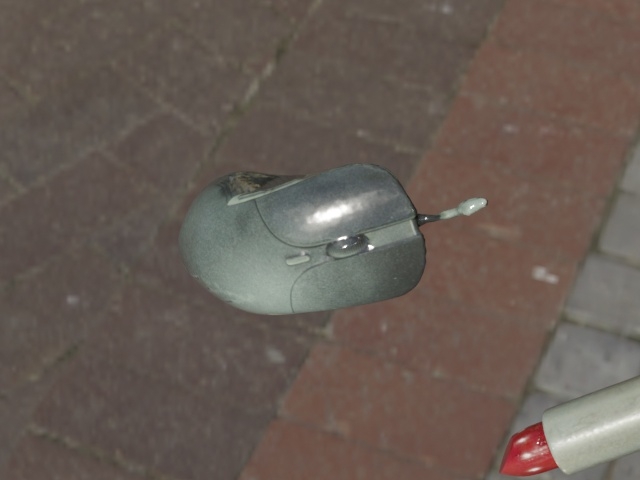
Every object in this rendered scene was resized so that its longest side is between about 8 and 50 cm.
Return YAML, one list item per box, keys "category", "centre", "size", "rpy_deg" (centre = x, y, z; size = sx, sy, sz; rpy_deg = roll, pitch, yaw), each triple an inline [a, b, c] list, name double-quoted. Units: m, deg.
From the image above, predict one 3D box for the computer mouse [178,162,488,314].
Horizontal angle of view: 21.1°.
- category: "computer mouse"
  centre: [0.000, 0.000, 1.796]
  size: [0.379, 0.167, 0.090]
  rpy_deg: [-12, 20, 32]

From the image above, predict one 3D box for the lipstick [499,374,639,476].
- category: "lipstick"
  centre: [0.188, 0.105, 1.029]
  size: [0.186, 0.057, 0.063]
  rpy_deg: [-23, 65, 18]
